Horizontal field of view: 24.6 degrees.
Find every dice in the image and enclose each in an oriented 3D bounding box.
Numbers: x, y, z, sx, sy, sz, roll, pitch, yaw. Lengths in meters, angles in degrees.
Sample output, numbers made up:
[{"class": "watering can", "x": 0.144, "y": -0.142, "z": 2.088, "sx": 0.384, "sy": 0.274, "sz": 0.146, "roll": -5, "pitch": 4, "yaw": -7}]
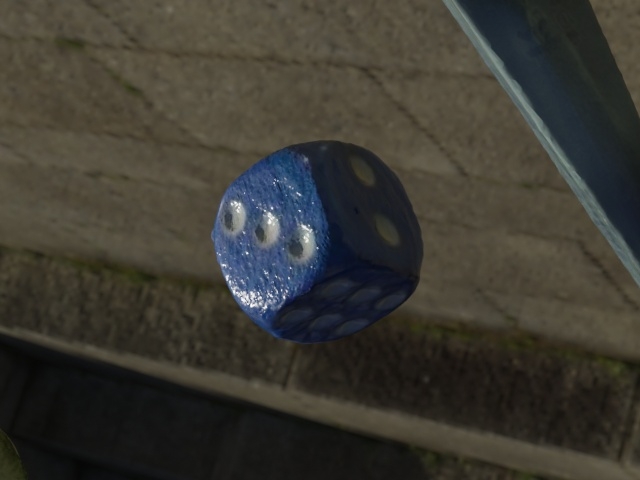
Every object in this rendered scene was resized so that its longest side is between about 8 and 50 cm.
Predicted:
[{"class": "dice", "x": 0.000, "y": 0.000, "z": 1.326, "sx": 0.146, "sy": 0.146, "sz": 0.143, "roll": -36, "pitch": 152, "yaw": 31}]

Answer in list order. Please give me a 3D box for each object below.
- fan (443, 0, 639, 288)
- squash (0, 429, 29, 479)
[{"class": "fan", "x": 0.103, "y": -0.014, "z": 0.514, "sx": 0.282, "sy": 0.057, "sz": 0.023, "roll": 61, "pitch": 156, "yaw": -14}, {"class": "squash", "x": -0.237, "y": 0.249, "z": 1.047, "sx": 0.137, "sy": 0.137, "sz": 0.287, "roll": 11, "pitch": 138, "yaw": 25}]
